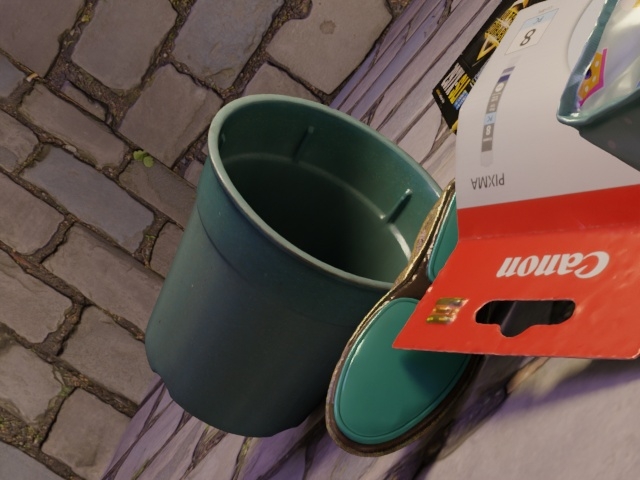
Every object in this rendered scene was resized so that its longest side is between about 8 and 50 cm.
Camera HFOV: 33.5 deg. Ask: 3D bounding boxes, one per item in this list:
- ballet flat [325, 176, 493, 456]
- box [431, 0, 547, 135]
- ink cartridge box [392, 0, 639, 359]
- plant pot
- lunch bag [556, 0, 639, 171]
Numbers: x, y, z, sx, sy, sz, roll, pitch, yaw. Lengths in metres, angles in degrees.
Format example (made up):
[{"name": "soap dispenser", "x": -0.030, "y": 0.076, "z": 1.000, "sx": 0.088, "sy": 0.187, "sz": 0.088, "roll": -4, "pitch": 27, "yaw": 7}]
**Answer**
[{"name": "ballet flat", "x": 0.114, "y": 0.078, "z": 1.072, "sx": 0.348, "sy": 0.123, "sz": 0.123, "roll": -59, "pitch": 11, "yaw": -24}, {"name": "box", "x": 0.278, "y": -0.269, "z": 1.538, "sx": 0.257, "sy": 0.079, "sz": 0.322, "roll": -54, "pitch": 9, "yaw": 15}, {"name": "ink cartridge box", "x": 0.217, "y": -0.079, "z": 0.925, "sx": 0.308, "sy": 0.091, "sz": 0.385, "roll": -6, "pitch": 45, "yaw": 58}, {"name": "plant pot", "x": -0.049, "y": 0.052, "z": 1.347, "sx": 0.334, "sy": 0.341, "sz": 0.341, "roll": -57, "pitch": 6, "yaw": 32}, {"name": "lunch bag", "x": 0.274, "y": -0.089, "z": 0.473, "sx": 0.160, "sy": 0.223, "sz": 0.262, "roll": -66, "pitch": 13, "yaw": -18}]
